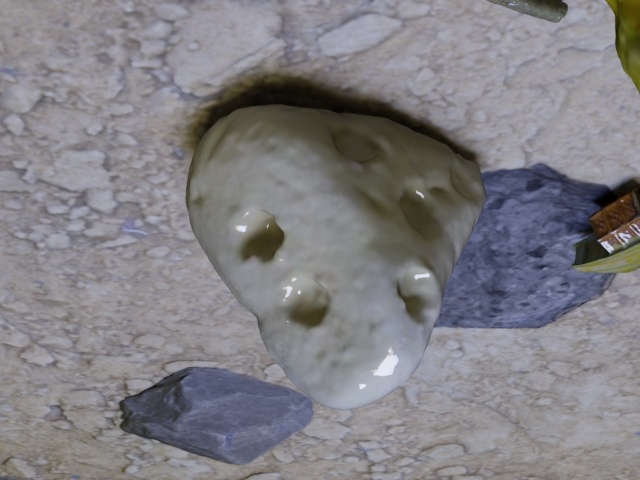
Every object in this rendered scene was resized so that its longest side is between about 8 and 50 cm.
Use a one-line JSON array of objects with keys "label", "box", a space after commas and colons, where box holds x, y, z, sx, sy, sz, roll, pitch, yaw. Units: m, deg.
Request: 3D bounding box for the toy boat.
[{"label": "toy boat", "box": [0.297, -0.021, 1.379, 0.066, 0.065, 0.172, 38, 132, -18]}]

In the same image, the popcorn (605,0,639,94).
[{"label": "popcorn", "box": [0.222, -0.249, 0.812, 0.293, 0.292, 0.334, 8, 142, -4]}]

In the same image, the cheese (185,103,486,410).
[{"label": "cheese", "box": [0.000, -0.001, 1.273, 0.247, 0.251, 0.173, 30, 138, -16]}]

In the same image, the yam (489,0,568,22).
[{"label": "yam", "box": [0.136, -0.189, 1.146, 0.116, 0.021, 0.021, 14, 145, -24]}]
